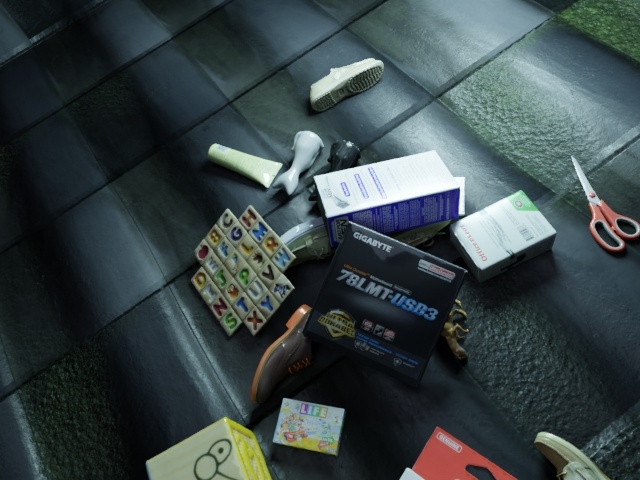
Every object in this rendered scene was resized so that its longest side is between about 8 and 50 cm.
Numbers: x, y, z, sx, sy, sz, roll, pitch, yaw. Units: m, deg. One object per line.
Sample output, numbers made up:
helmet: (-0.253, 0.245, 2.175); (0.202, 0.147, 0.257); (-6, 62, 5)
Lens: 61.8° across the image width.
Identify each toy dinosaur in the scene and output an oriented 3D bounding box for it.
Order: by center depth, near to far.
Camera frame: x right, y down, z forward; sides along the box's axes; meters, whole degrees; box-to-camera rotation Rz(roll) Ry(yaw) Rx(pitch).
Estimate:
toy dinosaur: (0.289, 0.188, 1.290); (0.112, 0.064, 0.211); (-37, 58, -6)

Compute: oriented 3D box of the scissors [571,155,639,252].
scissors: (0.694, -0.098, 1.370); (0.109, 0.021, 0.297); (-27, 59, 1)

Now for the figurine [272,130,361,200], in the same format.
figurine: (-0.018, -0.208, 1.592); (0.215, 0.092, 0.209); (20, 72, 25)

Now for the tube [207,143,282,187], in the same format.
tube: (-0.244, -0.240, 1.689); (0.240, 0.062, 0.070); (21, 112, 20)

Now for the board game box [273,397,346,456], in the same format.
board game box: (-0.025, 0.436, 1.252); (0.154, 0.026, 0.103); (4, 62, 17)

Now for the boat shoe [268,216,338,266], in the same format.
boat shoe: (0.000, 0.000, 1.450); (0.302, 0.109, 0.094); (-29, 55, -6)

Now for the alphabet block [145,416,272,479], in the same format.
alphabet block: (-0.228, 0.529, 1.156); (0.197, 0.193, 0.192); (-28, 59, -2)

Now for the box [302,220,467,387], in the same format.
box: (0.147, 0.144, 1.245); (0.295, 0.073, 0.293); (24, 95, 11)

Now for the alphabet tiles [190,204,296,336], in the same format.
alphabet tiles: (-0.219, 0.079, 1.456); (0.285, 0.011, 0.342); (-50, 58, 11)

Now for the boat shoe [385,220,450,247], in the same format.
boat shoe: (0.226, -0.018, 1.423); (0.285, 0.089, 0.104); (-22, 36, -1)

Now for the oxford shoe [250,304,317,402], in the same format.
oxford shoe: (-0.073, 0.288, 1.313); (0.098, 0.097, 0.271); (27, 70, 20)

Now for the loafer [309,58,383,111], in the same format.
loafer: (0.076, -0.522, 1.735); (0.268, 0.102, 0.092); (-27, 63, -1)

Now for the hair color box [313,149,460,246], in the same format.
hair color box: (0.166, -0.112, 1.381); (0.339, 0.110, 0.185); (-11, 41, -4)

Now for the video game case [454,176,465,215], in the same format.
video game case: (0.356, -0.122, 1.482); (0.087, 0.011, 0.122); (1, 61, 15)

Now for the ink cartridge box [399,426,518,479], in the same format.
ink cartridge box: (0.290, 0.552, 1.083); (0.275, 0.060, 0.239); (29, 73, 27)

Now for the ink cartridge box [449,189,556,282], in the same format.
ink cartridge box: (0.453, -0.009, 1.345); (0.208, 0.087, 0.153); (-25, 58, -1)

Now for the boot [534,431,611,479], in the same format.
boot: (0.477, 0.501, 1.041); (0.165, 0.077, 0.213); (-38, 62, -18)
